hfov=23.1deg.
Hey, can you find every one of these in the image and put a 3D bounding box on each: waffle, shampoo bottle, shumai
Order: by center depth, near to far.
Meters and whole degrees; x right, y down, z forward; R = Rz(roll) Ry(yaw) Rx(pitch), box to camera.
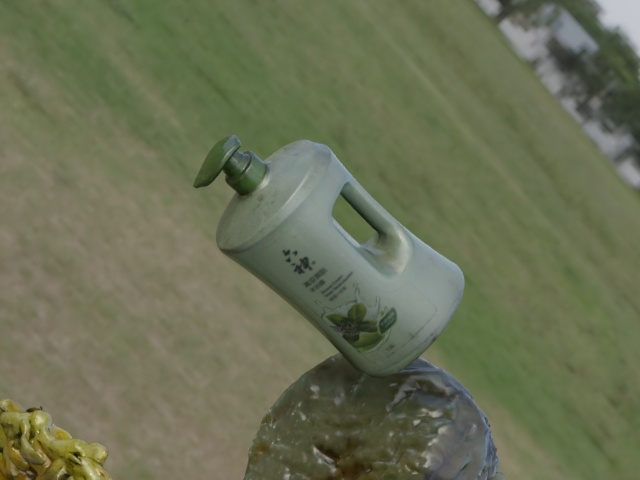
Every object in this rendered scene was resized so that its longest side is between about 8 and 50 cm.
[{"bbox_3d":[-0.182,0.242,1.197,0.280,0.060,0.262,26,-44,36],"label":"waffle"},{"bbox_3d":[0.000,0.000,1.225,0.234,0.118,0.087,42,-1,-28],"label":"shampoo bottle"},{"bbox_3d":[0.064,0.227,1.397,0.218,0.256,0.189,28,19,-45],"label":"shumai"}]
